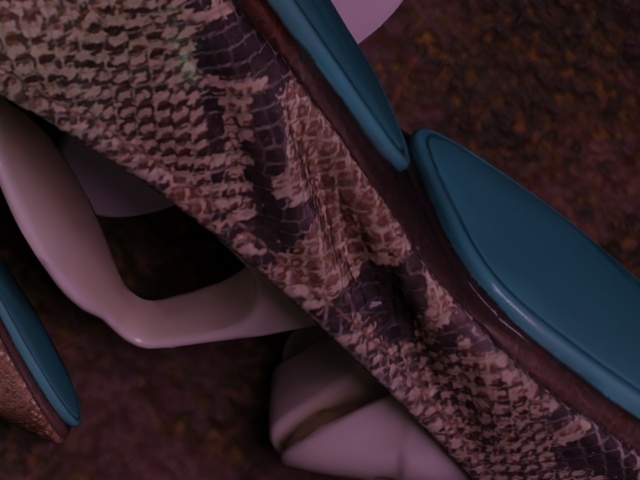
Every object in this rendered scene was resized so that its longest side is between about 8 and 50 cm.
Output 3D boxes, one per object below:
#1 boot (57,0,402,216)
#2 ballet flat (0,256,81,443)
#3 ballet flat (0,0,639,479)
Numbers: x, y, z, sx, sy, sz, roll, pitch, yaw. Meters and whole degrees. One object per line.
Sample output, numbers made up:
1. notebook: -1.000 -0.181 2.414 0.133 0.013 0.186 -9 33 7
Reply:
1. boot: -0.045 -0.087 0.874 0.190 0.086 0.069 -36 117 -1
2. ballet flat: -0.164 0.009 0.773 0.067 0.073 0.206 -23 120 -3
3. ballet flat: 0.000 0.000 0.806 0.483 0.182 0.164 42 20 -33
